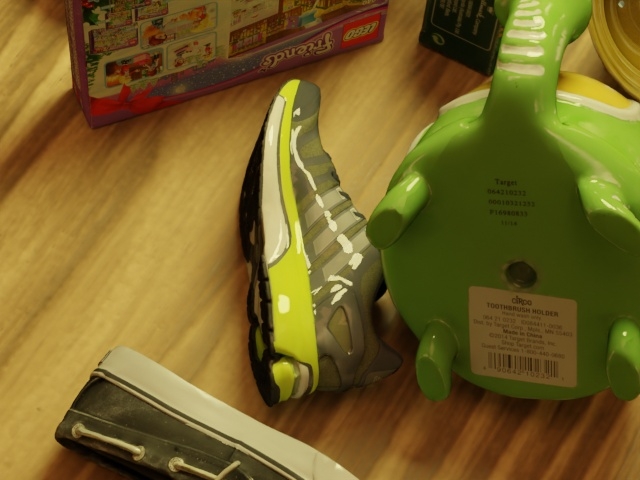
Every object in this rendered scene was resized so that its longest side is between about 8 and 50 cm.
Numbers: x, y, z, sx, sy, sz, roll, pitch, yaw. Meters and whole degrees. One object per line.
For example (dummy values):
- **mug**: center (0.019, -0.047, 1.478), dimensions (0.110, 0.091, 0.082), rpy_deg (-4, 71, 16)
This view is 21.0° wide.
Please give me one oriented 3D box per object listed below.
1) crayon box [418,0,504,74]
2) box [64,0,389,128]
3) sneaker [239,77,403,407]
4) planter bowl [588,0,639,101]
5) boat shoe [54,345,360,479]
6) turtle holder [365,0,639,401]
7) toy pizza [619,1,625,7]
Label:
- **crayon box**: center (0.210, -0.336, 1.600), dimensions (0.083, 0.203, 0.323), rpy_deg (27, 61, 12)
- **box**: center (-0.077, -0.214, 1.507), dimensions (0.293, 0.201, 0.057), rpy_deg (-18, 62, -15)
- **sneaker**: center (0.000, 0.000, 1.451), dimensions (0.121, 0.111, 0.300), rpy_deg (4, 63, -14)
- **planter bowl**: center (0.324, -0.216, 1.550), dimensions (0.217, 0.090, 0.217), rpy_deg (-1, 93, -12)
- **boat shoe**: center (-0.068, 0.192, 1.314), dimensions (0.306, 0.113, 0.105), rpy_deg (30, 68, 17)
- **turtle holder**: center (0.161, -0.040, 1.369), dimensions (0.320, 0.243, 0.227), rpy_deg (56, 35, -18)
- **toy pizza**: center (0.356, -0.269, 1.670), dimensions (0.201, 0.032, 0.201), rpy_deg (1, 57, -2)
